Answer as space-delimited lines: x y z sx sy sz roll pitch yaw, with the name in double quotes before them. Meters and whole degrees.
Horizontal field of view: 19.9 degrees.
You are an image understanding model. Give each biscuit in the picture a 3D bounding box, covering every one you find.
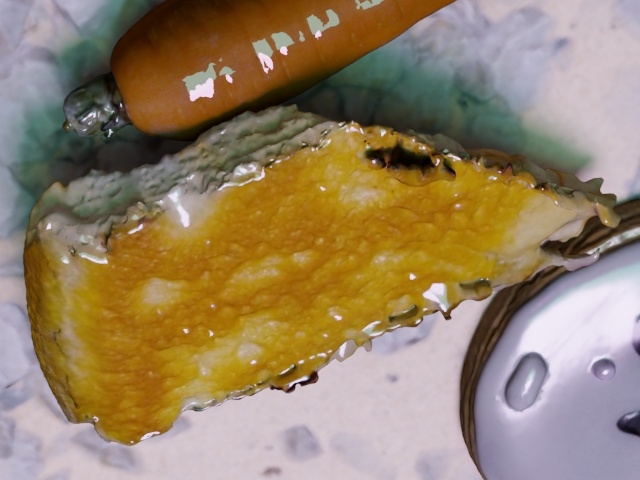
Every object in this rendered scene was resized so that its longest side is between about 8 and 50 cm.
"biscuit" 0.170 0.076 0.969 0.181 0.049 0.208 24 111 -21

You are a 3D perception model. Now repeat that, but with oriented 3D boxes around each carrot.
"carrot" 0.035 -0.121 0.840 0.336 0.069 0.069 -24 117 -1

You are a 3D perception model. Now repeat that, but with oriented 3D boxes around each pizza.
"pizza" 0.000 0.000 0.876 0.297 0.071 0.189 -16 139 0
